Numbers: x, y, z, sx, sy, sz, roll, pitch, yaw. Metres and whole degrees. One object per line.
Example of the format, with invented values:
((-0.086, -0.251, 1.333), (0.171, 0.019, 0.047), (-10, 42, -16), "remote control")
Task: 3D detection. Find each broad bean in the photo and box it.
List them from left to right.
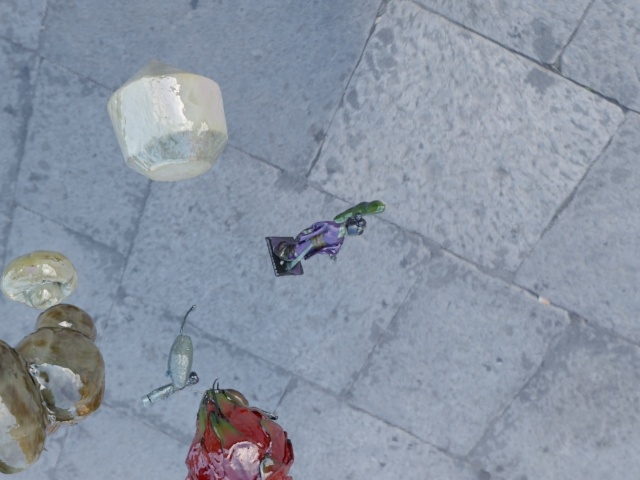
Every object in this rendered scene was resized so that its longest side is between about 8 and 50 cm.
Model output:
((0.102, -0.074, 1.645), (0.227, 0.069, 0.039), (-21, 112, 47), "broad bean")

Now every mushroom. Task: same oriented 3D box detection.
((-0.566, 0.081, 1.223), (0.148, 0.148, 0.112), (-36, 70, 24), "mushroom")
((-0.264, 0.475, 1.717), (0.123, 0.052, 0.123), (-2, 121, -3), "mushroom")

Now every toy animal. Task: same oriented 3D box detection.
((-0.385, 0.285, 1.690), (0.070, 0.252, 0.079), (18, 144, -27), "toy animal")

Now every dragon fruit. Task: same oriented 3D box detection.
((-0.180, 0.418, 1.200), (0.234, 0.234, 0.293), (-44, 79, 26), "dragon fruit")

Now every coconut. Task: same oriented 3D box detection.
((-0.400, -0.323, 1.578), (0.329, 0.328, 0.328), (5, 116, 10), "coconut")

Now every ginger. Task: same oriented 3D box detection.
((-0.467, 0.222, 0.969), (0.155, 0.304, 0.244), (-45, 78, 30), "ginger")

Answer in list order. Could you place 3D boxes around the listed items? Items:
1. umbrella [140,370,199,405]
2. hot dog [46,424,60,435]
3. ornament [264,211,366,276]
((-0.474, 0.474, 1.915), (0.046, 0.188, 0.050), (24, 129, 50), "umbrella")
((-0.861, 0.464, 1.794), (0.196, 0.122, 0.272), (-11, 121, 3), "hot dog")
((0.000, 0.009, 1.112), (0.203, 0.088, 0.081), (-17, 81, 36), "ornament")
